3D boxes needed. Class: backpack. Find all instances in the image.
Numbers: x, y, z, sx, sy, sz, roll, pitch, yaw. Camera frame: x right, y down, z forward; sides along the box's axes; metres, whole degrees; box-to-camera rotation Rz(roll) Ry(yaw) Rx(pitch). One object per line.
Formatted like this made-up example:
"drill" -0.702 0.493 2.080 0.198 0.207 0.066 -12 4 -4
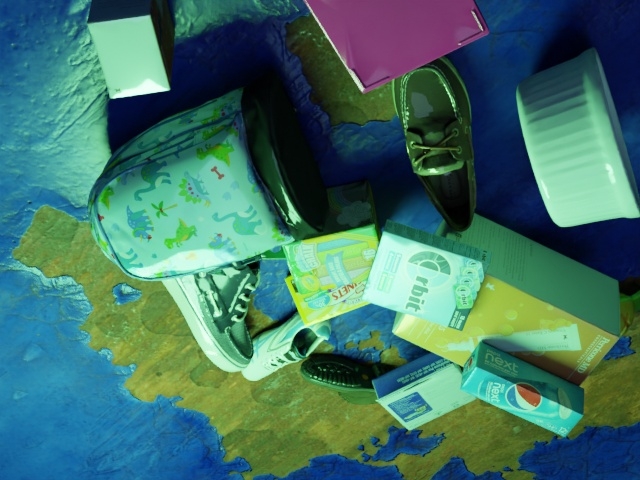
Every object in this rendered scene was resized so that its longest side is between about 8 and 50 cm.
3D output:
"backpack" -0.203 -0.078 1.715 0.355 0.273 0.290 -8 120 21

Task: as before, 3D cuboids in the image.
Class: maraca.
"maraca" 0.570 0.146 2.067 0.186 0.099 0.127 -20 153 -19

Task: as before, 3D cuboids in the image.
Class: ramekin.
"ramekin" 0.410 -0.154 1.676 0.135 0.277 0.277 -16 131 19

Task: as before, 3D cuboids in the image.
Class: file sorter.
"file sorter" 0.076 -0.403 1.479 0.202 0.182 0.290 -24 128 17

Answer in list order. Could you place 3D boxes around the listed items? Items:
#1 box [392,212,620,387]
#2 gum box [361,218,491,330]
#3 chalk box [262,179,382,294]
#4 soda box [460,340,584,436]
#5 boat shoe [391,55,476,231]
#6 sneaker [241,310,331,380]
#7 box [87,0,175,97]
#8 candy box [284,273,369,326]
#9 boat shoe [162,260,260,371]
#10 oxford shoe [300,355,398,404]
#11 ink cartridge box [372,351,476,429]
"box" 0.339 0.122 1.916 0.345 0.168 0.215 25 127 -4
"gum box" 0.178 0.061 1.784 0.184 0.041 0.157 17 127 3
"chalk box" 0.000 0.000 1.863 0.213 0.132 0.132 -12 131 7
"soda box" 0.358 0.263 1.860 0.210 0.071 0.067 24 128 -2
"boat shoe" 0.201 -0.156 1.747 0.123 0.123 0.342 -12 131 6
"sneaker" -0.073 0.215 2.077 0.085 0.086 0.237 33 123 -31
"box" -0.272 -0.311 1.537 0.091 0.170 0.130 -8 132 2
"candy box" 0.046 0.080 1.973 0.206 0.027 0.105 -22 97 14
"boat shoe" -0.165 0.106 1.939 0.158 0.127 0.340 -17 129 17
"oxford shoe" 0.058 0.300 2.165 0.227 0.083 0.096 15 130 -17
"ink cartridge box" 0.205 0.289 2.076 0.165 0.065 0.332 -26 157 5
